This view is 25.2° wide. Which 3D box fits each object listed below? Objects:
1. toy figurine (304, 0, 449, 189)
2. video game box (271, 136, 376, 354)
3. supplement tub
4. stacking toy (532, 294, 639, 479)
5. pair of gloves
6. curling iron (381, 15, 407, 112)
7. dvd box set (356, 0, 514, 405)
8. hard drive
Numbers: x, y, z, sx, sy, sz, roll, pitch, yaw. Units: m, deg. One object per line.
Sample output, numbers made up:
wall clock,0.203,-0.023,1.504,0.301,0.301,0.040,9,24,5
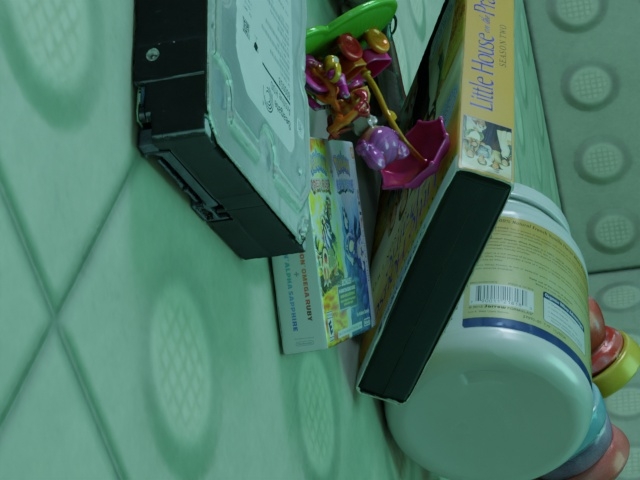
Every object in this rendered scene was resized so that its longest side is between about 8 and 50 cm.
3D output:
toy figurine,0.046,-0.117,1.294,0.159,0.130,0.173,57,34,8
video game box,0.000,0.000,1.309,0.205,0.048,0.187,-11,91,-76
supplement tub,0.196,0.098,1.648,0.316,0.228,0.228,-79,157,-50
stacking toy,0.247,0.204,1.793,0.130,0.279,0.309,55,28,-21
pair of gloves,0.037,-0.234,1.582,0.204,0.042,0.240,-17,98,-73
curling iron,0.105,-0.166,1.820,0.068,0.035,0.274,-72,150,-59
dvd box set,0.124,-0.077,1.510,0.420,0.062,0.307,-80,-171,-50
hard drive,-0.069,-0.182,1.103,0.237,0.064,0.339,52,34,-62
